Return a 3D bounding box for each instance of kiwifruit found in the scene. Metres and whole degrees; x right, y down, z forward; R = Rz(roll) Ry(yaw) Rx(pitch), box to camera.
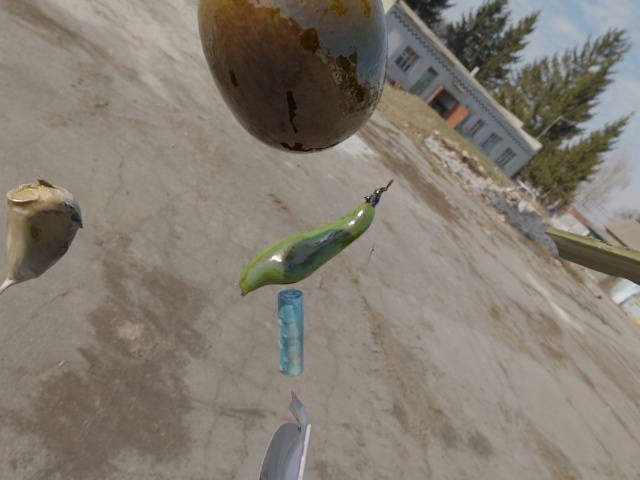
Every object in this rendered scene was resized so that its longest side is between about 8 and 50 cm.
[{"bbox_3d":[-0.026,-0.201,0.508,0.196,0.195,0.234,56,-13,30],"label":"kiwifruit"}]

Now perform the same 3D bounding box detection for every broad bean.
[{"bbox_3d":[-0.001,0.002,0.810,0.075,0.325,0.067,63,-17,-20],"label":"broad bean"}]

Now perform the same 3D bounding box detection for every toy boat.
[{"bbox_3d":[-0.044,0.299,0.511,0.219,0.071,0.319,62,23,-47],"label":"toy boat"}]

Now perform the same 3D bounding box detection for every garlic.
[{"bbox_3d":[-0.346,-0.011,0.571,0.084,0.152,0.066,-3,37,-44],"label":"garlic"}]

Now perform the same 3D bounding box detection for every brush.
[{"bbox_3d":[0.357,0.019,0.528,0.054,0.048,0.282,53,0,-11],"label":"brush"}]

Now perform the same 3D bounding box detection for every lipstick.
[{"bbox_3d":[-0.054,0.170,0.852,0.048,0.158,0.048,1,18,0],"label":"lipstick"}]

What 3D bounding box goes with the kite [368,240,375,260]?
[{"bbox_3d":[0.086,0.022,0.788,0.002,0.044,0.078,17,20,4],"label":"kite"}]
